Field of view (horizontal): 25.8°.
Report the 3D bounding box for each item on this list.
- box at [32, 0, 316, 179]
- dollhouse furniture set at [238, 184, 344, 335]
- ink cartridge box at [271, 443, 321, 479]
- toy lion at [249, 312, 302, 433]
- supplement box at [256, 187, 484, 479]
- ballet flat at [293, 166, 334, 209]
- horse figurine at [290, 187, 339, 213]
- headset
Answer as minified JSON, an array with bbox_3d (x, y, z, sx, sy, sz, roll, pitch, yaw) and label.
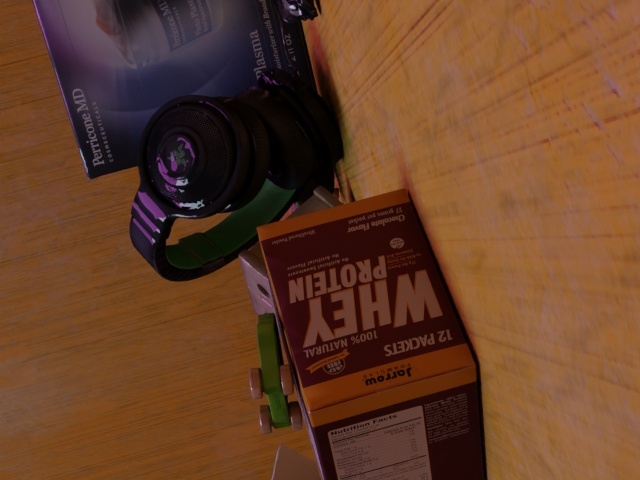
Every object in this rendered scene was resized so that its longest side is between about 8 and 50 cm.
[{"bbox_3d":[-0.181,-0.264,1.670,0.182,0.294,0.296,-114,9,-67],"label":"box"},{"bbox_3d":[0.024,0.063,1.564,0.184,0.129,0.129,38,158,27],"label":"dollhouse furniture set"},{"bbox_3d":[0.025,0.425,1.600,0.207,0.119,0.353,35,-125,-47],"label":"ink cartridge box"},{"bbox_3d":[-0.038,0.096,1.102,0.100,0.034,0.096,81,-179,-57],"label":"toy lion"},{"bbox_3d":[0.042,0.101,1.145,0.194,0.129,0.191,79,174,-49],"label":"supplement box"},{"bbox_3d":[-0.017,-0.091,1.718,0.049,0.058,0.173,115,154,-48],"label":"ballet flat"},{"bbox_3d":[0.000,0.000,1.814,0.263,0.066,0.174,-128,29,-74],"label":"horse figurine"},{"bbox_3d":[-0.096,-0.127,1.525,0.185,0.243,0.394,46,134,20],"label":"headset"}]
